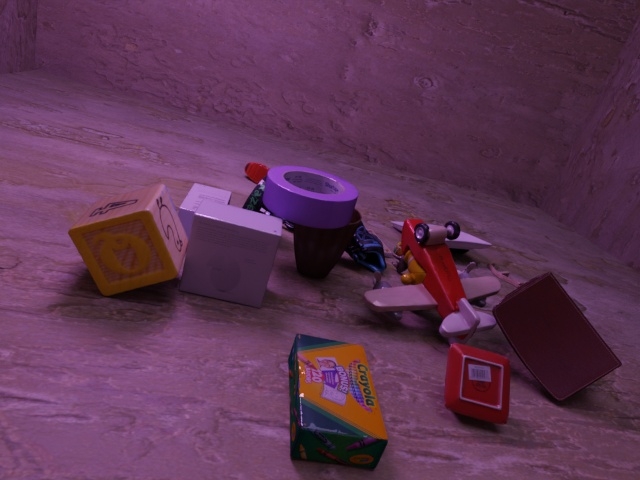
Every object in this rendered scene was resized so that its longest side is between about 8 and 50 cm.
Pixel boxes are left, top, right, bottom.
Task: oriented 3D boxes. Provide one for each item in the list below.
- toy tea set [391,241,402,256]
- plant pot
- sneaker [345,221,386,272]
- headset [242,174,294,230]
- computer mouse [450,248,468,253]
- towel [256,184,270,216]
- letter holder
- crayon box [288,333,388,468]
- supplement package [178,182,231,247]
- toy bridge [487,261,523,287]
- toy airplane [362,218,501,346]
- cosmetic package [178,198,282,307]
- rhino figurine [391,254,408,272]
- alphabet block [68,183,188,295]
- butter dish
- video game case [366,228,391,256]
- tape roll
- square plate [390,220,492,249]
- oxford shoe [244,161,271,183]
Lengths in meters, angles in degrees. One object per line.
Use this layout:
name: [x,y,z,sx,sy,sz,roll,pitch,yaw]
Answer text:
toy tea set: [0.414,0.044,1.801,0.200,0.124,0.336,6,25,-27]
plant pot: [0.000,0.000,1.444,0.216,0.230,0.215,12,25,-6]
sneaker: [0.123,-0.008,1.593,0.341,0.125,0.139,34,24,-29]
headset: [-0.174,-0.094,1.573,0.185,0.243,0.394,31,-2,3]
computer mouse: [0.585,0.037,2.075,0.242,0.041,0.071,4,14,-14]
towel: [-0.152,-0.148,1.889,0.285,0.034,0.209,15,36,-5]
letter holder: [0.647,0.281,1.289,0.301,0.215,0.152,57,-1,15]
crayon box: [0.023,0.318,0.918,0.166,0.081,0.278,13,22,-11]
supplement package: [-0.383,-0.076,1.464,0.134,0.138,0.244,13,24,-10]
toy bridge: [0.813,0.152,1.978,0.063,0.026,0.188,1,28,-31]
toy airplane: [0.353,0.157,1.374,0.386,0.272,0.384,35,54,-1]
cosmetic package: [-0.239,0.033,1.203,0.224,0.224,0.138,15,23,-9]
rhino figurine: [0.352,0.092,1.615,0.073,0.106,0.243,-21,18,-35]
alphabet block: [-0.461,-0.007,1.104,0.194,0.192,0.197,-17,27,0]
butter dish: [0.362,0.348,1.077,0.160,0.118,0.159,16,66,-4]
video game case: [0.162,-0.004,1.858,0.207,0.026,0.227,9,23,-21]
tape roll: [-0.030,-0.135,1.330,0.275,0.090,0.274,12,25,-6]
square plate: [0.553,-0.022,2.082,0.345,0.049,0.347,4,13,-23]
oxford shoe: [-0.250,-0.305,2.195,0.272,0.096,0.098,28,4,13]
